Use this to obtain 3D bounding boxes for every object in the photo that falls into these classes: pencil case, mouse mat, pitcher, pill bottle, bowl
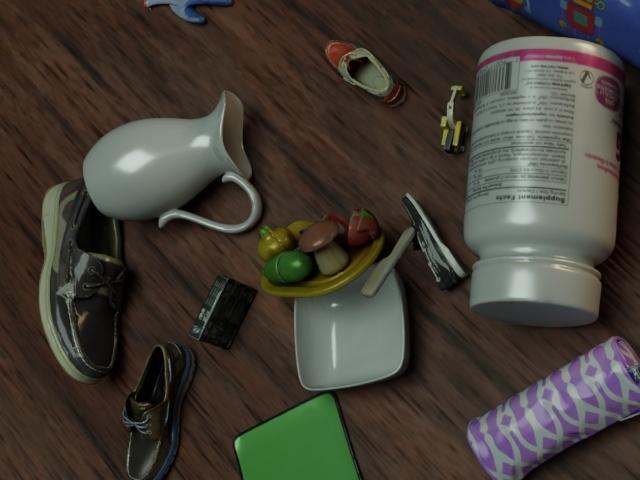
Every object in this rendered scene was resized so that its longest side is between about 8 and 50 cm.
[{"bbox_3d":[0.253,0.181,1.508,0.206,0.086,0.088,-33,88,20],"label":"pencil case"},{"bbox_3d":[0.324,-0.265,1.577,0.306,0.133,0.119,33,135,34],"label":"pencil case"},{"bbox_3d":[-0.021,0.285,1.683,0.152,0.007,0.189,-28,61,21],"label":"mouse mat"},{"bbox_3d":[-0.183,-0.076,1.833,0.207,0.125,0.177,-18,83,15],"label":"pitcher"},{"bbox_3d":[0.236,-0.059,1.540,0.160,0.160,0.283,-1,75,31],"label":"pill bottle"},{"bbox_3d":[0.043,0.103,1.671,0.142,0.053,0.142,-14,69,28],"label":"bowl"}]

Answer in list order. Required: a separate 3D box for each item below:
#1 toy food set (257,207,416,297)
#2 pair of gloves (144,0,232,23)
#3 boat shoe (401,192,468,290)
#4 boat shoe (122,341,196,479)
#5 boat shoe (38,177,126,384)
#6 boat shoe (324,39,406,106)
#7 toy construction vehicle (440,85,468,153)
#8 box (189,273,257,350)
[{"bbox_3d":[0.000,0.000,1.669,0.218,0.071,0.128,-2,40,48],"label":"toy food set"},{"bbox_3d":[-0.171,-0.386,1.969,0.159,0.023,0.198,1,75,31],"label":"pair of gloves"},{"bbox_3d":[0.122,0.001,1.661,0.038,0.046,0.125,-37,68,11],"label":"boat shoe"},{"bbox_3d":[-0.211,0.212,1.783,0.066,0.066,0.183,6,78,33],"label":"boat shoe"},{"bbox_3d":[-0.298,0.042,1.867,0.092,0.103,0.285,-26,57,30],"label":"boat shoe"},{"bbox_3d":[0.049,-0.209,1.770,0.137,0.043,0.049,42,100,34],"label":"boat shoe"},{"bbox_3d":[0.180,-0.131,1.671,0.086,0.035,0.098,6,78,32],"label":"toy construction vehicle"},{"bbox_3d":[-0.118,0.088,1.764,0.018,0.067,0.083,26,90,34],"label":"box"}]
